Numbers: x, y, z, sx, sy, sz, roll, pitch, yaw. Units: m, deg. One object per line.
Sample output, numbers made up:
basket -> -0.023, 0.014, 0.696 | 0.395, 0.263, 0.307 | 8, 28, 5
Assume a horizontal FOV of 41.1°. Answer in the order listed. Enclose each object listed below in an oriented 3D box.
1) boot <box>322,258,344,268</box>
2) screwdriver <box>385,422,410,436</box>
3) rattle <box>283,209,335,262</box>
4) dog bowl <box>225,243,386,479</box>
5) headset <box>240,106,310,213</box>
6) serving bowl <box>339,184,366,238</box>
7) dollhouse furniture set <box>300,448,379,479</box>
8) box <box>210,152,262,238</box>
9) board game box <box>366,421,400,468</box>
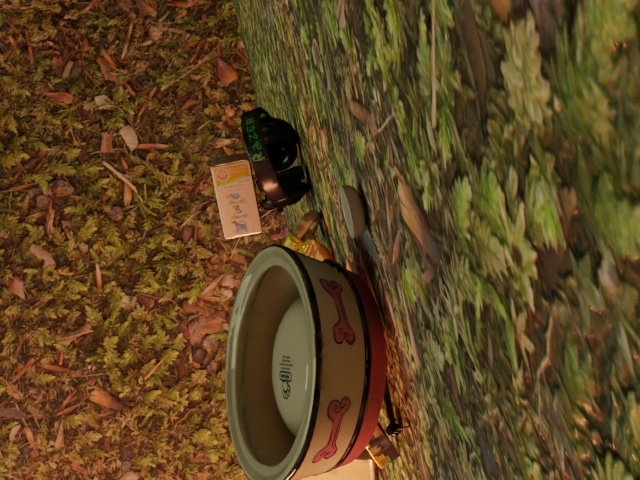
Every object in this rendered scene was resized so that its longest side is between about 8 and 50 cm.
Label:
boot -> 0.030, 0.064, 1.819 | 0.106, 0.037, 0.114 | 61, 173, 23
screwdriver -> 0.134, 0.317, 1.425 | 0.025, 0.024, 0.170 | 47, 166, 2
rattle -> 0.000, 0.000, 2.069 | 0.199, 0.142, 0.130 | 19, -91, -78
dog bowl -> -0.030, 0.215, 1.469 | 0.408, 0.150, 0.408 | -22, 65, 62
headset -> -0.133, -0.179, 2.192 | 0.394, 0.185, 0.244 | 45, -152, -66
serving bowl -> 0.052, -0.046, 1.296 | 0.083, 0.027, 0.084 | 167, 90, -86
dollhouse furniture set -> 0.057, 0.422, 2.117 | 0.303, 0.198, 0.287 | -72, -20, -49
box -> -0.224, -0.122, 2.287 | 0.114, 0.103, 0.203 | -106, 6, -71
board game box -> 0.070, 0.320, 1.585 | 0.170, 0.048, 0.141 | 59, 175, -35
